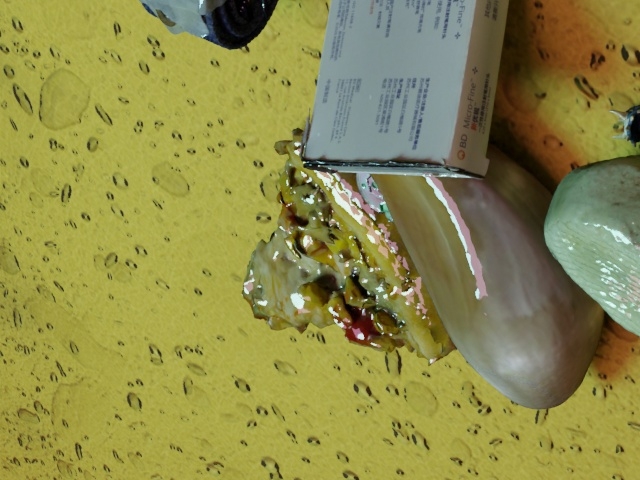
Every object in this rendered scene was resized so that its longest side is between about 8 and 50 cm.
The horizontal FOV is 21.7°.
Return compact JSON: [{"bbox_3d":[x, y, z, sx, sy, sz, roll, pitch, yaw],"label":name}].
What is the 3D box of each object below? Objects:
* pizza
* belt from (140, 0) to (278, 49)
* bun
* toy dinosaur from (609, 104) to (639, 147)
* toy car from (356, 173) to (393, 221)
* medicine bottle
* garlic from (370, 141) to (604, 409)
[{"bbox_3d":[0.000,0.000,1.666,0.288,0.074,0.251,3,120,42],"label":"pizza"},{"bbox_3d":[-0.093,-0.283,1.468,0.126,0.140,0.230,27,134,29],"label":"belt"},{"bbox_3d":[0.278,0.002,1.340,0.195,0.118,0.195,35,164,12],"label":"bun"},{"bbox_3d":[0.272,-0.090,1.334,0.083,0.047,0.030,16,129,38],"label":"toy dinosaur"},{"bbox_3d":[0.102,-0.059,1.526,0.142,0.055,0.069,-1,121,30],"label":"toy car"},{"bbox_3d":[0.071,-0.153,1.391,0.171,0.052,0.201,3,81,43],"label":"medicine bottle"},{"bbox_3d":[0.155,0.020,1.472,0.143,0.112,0.318,-26,102,28],"label":"garlic"}]
